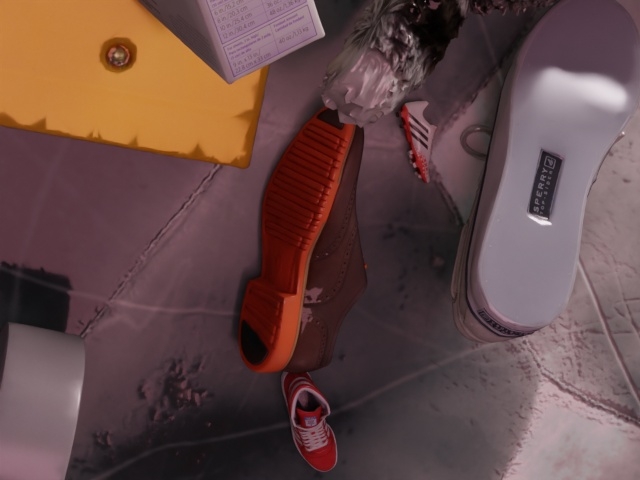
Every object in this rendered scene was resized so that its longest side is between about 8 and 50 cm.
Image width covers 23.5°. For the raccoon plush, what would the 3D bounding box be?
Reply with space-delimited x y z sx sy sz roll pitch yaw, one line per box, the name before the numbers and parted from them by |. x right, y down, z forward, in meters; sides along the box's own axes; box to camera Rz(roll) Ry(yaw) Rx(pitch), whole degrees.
raccoon plush | 0.219 -0.230 1.414 0.299 0.216 0.446 37 91 -22

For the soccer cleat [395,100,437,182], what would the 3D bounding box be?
soccer cleat | 0.101 -0.098 1.514 0.036 0.029 0.083 -18 102 -4

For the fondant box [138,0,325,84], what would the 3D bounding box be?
fondant box | -0.127 -0.315 1.202 0.096 0.238 0.330 -29 126 -12

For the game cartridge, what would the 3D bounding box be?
game cartridge | -0.173 -0.246 1.407 0.285 0.053 0.323 10 98 -15

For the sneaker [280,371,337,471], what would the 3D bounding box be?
sneaker | -0.007 0.188 1.538 0.042 0.067 0.118 -22 107 -6

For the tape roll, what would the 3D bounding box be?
tape roll | -0.276 0.186 1.396 0.072 0.219 0.219 14 100 -16

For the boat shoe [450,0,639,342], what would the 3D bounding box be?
boat shoe | 0.206 -0.063 1.496 0.136 0.156 0.367 21 69 -12

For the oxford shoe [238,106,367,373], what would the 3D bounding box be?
oxford shoe | 0.000 0.000 1.494 0.098 0.097 0.271 8 107 -35
